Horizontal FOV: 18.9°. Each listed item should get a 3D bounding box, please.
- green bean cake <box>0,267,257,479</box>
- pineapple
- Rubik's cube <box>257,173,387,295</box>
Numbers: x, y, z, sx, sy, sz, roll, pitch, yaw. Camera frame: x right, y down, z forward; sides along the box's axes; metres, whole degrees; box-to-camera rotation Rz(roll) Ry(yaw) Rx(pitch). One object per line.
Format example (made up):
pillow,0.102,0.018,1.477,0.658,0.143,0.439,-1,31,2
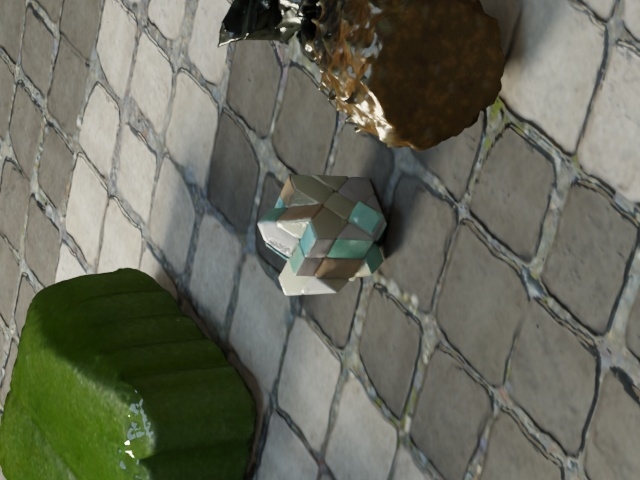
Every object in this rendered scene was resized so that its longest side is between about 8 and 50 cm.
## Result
green bean cake,-0.161,0.157,1.557,0.248,0.125,0.222,45,130,44
pineapple,0.016,-0.142,1.222,0.237,0.119,0.111,40,113,54
Rubik's cube,0.001,0.001,1.299,0.075,0.084,0.073,97,157,-50
